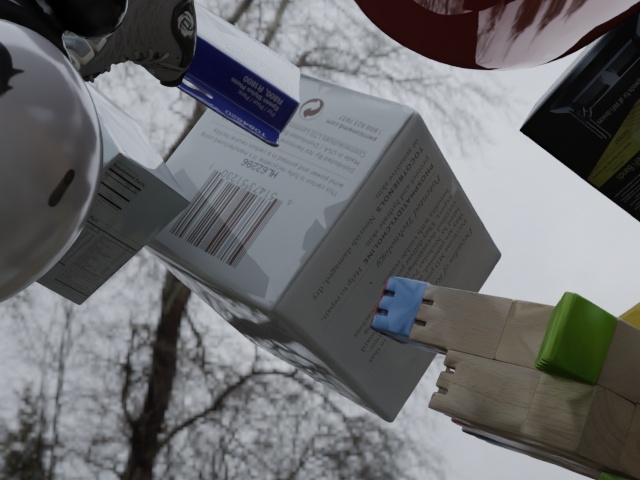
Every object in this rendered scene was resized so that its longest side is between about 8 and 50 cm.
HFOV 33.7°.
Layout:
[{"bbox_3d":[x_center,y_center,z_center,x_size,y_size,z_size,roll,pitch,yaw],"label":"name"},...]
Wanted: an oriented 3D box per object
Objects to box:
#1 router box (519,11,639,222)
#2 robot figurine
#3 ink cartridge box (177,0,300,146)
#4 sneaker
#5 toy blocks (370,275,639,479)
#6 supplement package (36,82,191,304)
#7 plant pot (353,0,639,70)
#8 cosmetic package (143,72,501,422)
[{"bbox_3d":[0.449,-0.183,1.378,0.243,0.081,0.309,38,-43,-1],"label":"router box"},{"bbox_3d":[-0.221,-0.087,0.523,0.174,0.278,0.209,1,-47,-45],"label":"robot figurine"},{"bbox_3d":[-0.122,-0.202,1.124,0.223,0.224,0.045,31,-71,-13],"label":"ink cartridge box"},{"bbox_3d":[-0.179,-0.159,0.932,0.086,0.228,0.132,23,-19,42],"label":"sneaker"},{"bbox_3d":[0.209,0.136,0.879,0.381,0.190,0.261,27,-11,-35],"label":"toy blocks"},{"bbox_3d":[-0.317,-0.068,1.369,0.203,0.194,0.149,-42,-39,7],"label":"supplement package"},{"bbox_3d":[0.098,-0.213,0.510,0.275,0.274,0.243,-2,-12,1],"label":"plant pot"},{"bbox_3d":[0.000,0.000,1.550,0.329,0.327,0.393,25,-15,37],"label":"cosmetic package"}]
